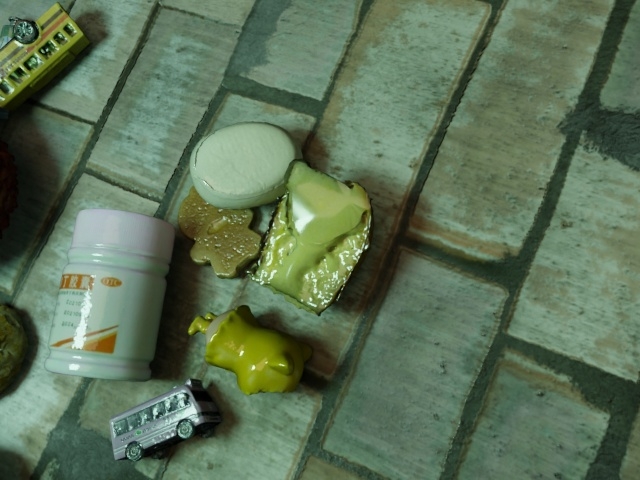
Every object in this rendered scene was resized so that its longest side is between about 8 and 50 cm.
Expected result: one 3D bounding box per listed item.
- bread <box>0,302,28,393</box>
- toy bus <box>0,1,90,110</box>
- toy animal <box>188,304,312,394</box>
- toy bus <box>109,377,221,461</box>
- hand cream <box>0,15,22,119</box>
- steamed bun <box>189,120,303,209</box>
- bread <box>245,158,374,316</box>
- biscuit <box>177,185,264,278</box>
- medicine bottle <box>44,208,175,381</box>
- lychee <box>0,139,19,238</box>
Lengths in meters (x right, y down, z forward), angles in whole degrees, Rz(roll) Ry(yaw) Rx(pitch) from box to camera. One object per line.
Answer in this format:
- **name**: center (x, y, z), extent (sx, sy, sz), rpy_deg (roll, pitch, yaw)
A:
- **bread**: center (-0.745, 0.232, 1.299), extent (0.230, 0.123, 0.230), rpy_deg (-4, 76, 15)
- **toy bus**: center (-0.704, -0.408, 1.433), extent (0.335, 0.121, 0.123), rpy_deg (-44, 104, -4)
- **toy animal**: center (-0.135, 0.201, 1.157), extent (0.230, 0.156, 0.156), rpy_deg (22, 82, 15)
- **toy bus**: center (-0.300, 0.352, 1.181), extent (0.199, 0.096, 0.108), rpy_deg (-26, 68, 9)
- **hand cream**: center (-0.778, -0.426, 1.513), extent (0.088, 0.055, 0.256), rpy_deg (11, 86, 8)
- **steamed bun**: center (-0.149, -0.146, 1.246), extent (0.228, 0.130, 0.177), rpy_deg (-20, 74, -13)
- **bread**: center (0.000, 0.000, 1.163), extent (0.204, 0.162, 0.262), rpy_deg (28, 98, 17)
- **biscuit**: center (-0.218, -0.025, 1.287), extent (0.166, 0.036, 0.225), rpy_deg (-43, 69, -4)
- **medicine bottle**: center (-0.412, 0.111, 1.211), extent (0.202, 0.202, 0.315), rpy_deg (3, 76, 14)
- **lychee**: center (-0.885, -0.141, 1.263), extent (0.500, 0.424, 0.424), rpy_deg (28, 83, 0)
